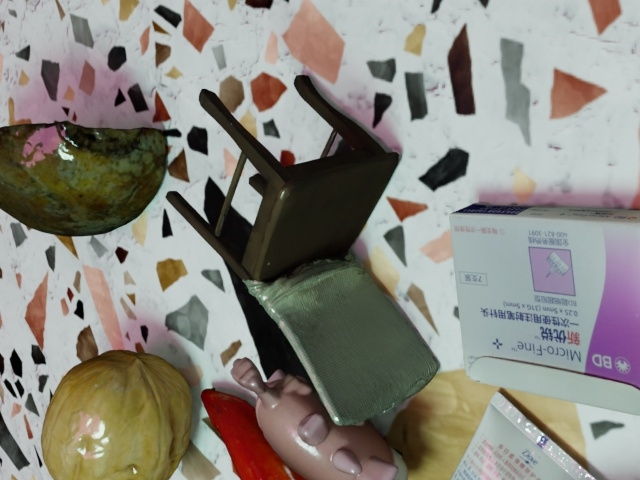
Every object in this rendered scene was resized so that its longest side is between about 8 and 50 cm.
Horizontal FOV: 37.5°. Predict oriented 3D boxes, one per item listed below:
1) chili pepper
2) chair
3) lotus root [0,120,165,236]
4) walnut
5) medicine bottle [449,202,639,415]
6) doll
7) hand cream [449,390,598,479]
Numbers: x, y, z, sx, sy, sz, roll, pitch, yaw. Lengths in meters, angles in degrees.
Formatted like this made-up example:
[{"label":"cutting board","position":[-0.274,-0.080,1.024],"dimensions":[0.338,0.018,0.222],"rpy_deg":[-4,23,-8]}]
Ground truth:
[{"label":"chili pepper","position":[-0.041,0.329,1.152],"dimensions":[0.368,0.092,0.137],"rpy_deg":[66,155,15]},{"label":"chair","position":[0.000,0.000,0.942],"dimensions":[0.319,0.160,0.186],"rpy_deg":[48,133,25]},{"label":"lotus root","position":[-0.349,-0.075,1.251],"dimensions":[0.314,0.210,0.141],"rpy_deg":[-4,89,58]},{"label":"walnut","position":[-0.269,0.245,1.253],"dimensions":[0.195,0.195,0.221],"rpy_deg":[37,123,30]},{"label":"medicine bottle","position":[0.213,0.054,0.828],"dimensions":[0.201,0.052,0.171],"rpy_deg":[6,108,45]},{"label":"doll","position":[0.001,0.203,0.986],"dimensions":[0.262,0.093,0.211],"rpy_deg":[44,172,-25]},{"label":"hand cream","position":[0.162,0.280,0.942],"dimensions":[0.133,0.083,0.247],"rpy_deg":[43,118,25]}]
